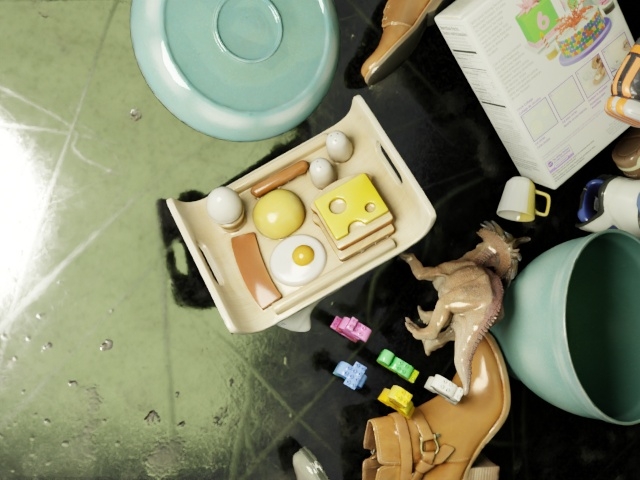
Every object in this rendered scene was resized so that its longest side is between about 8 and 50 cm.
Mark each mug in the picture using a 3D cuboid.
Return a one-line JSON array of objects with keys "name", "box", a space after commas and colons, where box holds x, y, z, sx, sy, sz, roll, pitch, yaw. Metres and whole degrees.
[{"name": "mug", "box": [0.336, -0.068, 1.331, 0.078, 0.062, 0.064, 19, 76, -29]}]

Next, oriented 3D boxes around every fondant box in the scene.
[{"name": "fondant box", "box": [0.365, -0.284, 1.265, 0.238, 0.096, 0.330, -39, 117, -6]}]

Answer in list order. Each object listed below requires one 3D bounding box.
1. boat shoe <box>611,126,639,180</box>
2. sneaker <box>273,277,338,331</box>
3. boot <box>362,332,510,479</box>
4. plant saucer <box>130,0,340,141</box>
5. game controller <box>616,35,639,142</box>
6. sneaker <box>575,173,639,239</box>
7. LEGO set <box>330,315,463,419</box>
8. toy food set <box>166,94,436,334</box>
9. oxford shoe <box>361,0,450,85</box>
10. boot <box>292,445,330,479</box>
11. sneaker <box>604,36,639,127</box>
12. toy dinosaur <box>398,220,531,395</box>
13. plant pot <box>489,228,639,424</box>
[{"name": "boat shoe", "box": [0.621, -0.202, 1.376, 0.257, 0.095, 0.095, -44, 116, 8]}, {"name": "sneaker", "box": [0.000, 0.000, 1.179, 0.129, 0.111, 0.297, 43, 78, -36]}, {"name": "boot", "box": [0.174, 0.280, 1.263, 0.220, 0.109, 0.284, 5, 94, -17]}, {"name": "plant saucer", "box": [-0.108, -0.301, 1.138, 0.317, 0.043, 0.318, -1, 93, -22]}, {"name": "game controller", "box": [0.610, -0.206, 1.436, 0.166, 0.067, 0.319, -41, 106, -17]}, {"name": "sneaker", "box": [0.555, -0.042, 1.391, 0.315, 0.182, 0.127, 34, 80, -51]}, {"name": "LEGO set", "box": [0.104, 0.201, 1.175, 0.227, 0.093, 0.087, 31, 75, 2]}, {"name": "toy food set", "box": [-0.029, -0.040, 1.065, 0.306, 0.092, 0.220, -30, 66, -1]}, {"name": "oxford shoe", "box": [0.120, -0.329, 1.231, 0.076, 0.076, 0.212, 35, 78, 9]}, {"name": "boot", "box": [-0.042, 0.446, 1.181, 0.161, 0.083, 0.247, -18, 98, -16]}, {"name": "sneaker", "box": [0.614, -0.230, 1.247, 0.321, 0.124, 0.180, 19, 98, -19]}, {"name": "toy dinosaur", "box": [0.232, 0.077, 1.203, 0.200, 0.296, 0.127, -18, 129, 15]}, {"name": "plant pot", "box": [0.398, 0.140, 1.271, 0.293, 0.196, 0.293, 7, 78, -37]}]
